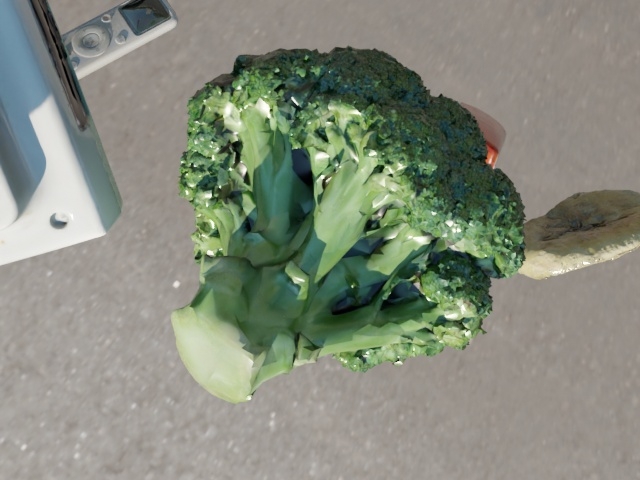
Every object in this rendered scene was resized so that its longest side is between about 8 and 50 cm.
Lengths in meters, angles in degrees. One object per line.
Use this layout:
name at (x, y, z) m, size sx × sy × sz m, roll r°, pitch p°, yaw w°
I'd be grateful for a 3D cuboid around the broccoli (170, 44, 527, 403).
broccoli at (0.000, 0.000, 0.884) m, size 0.270 × 0.270 × 0.270 m, roll 25°, pitch 141°, yaw 23°

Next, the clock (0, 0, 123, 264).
clock at (-0.282, -0.090, 0.819) m, size 0.231 × 0.116 × 0.262 m, roll -12°, pitch 117°, yaw 11°

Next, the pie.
pie at (0.362, -0.007, 1.702) m, size 0.185 × 0.218 × 0.052 m, roll 16°, pitch 127°, yaw 52°

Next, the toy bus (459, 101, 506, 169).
toy bus at (0.135, -0.084, 1.212) m, size 0.079 × 0.174 × 0.077 m, roll 31°, pitch 107°, yaw 4°

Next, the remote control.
remote control at (-0.303, -0.239, 1.595) m, size 0.261 × 0.029 × 0.067 m, roll -30°, pitch 67°, yaw -11°
